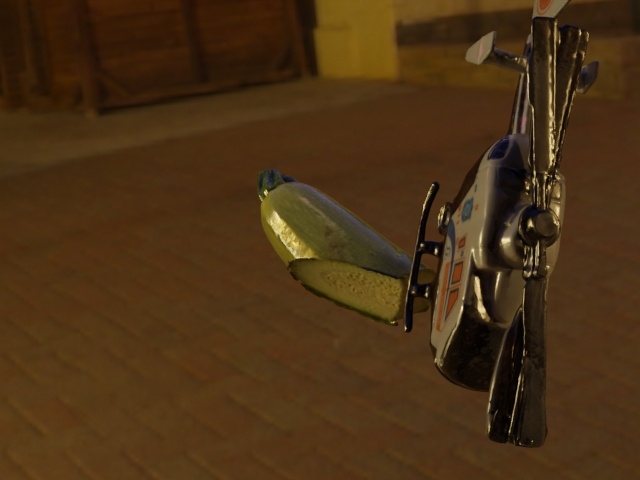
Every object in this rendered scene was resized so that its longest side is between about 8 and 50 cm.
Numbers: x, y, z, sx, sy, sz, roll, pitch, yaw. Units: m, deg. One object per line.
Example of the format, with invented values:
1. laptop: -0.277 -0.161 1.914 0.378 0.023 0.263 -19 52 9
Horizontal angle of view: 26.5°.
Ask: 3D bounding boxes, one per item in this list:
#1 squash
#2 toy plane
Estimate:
1. squash: -0.001 0.003 1.126 0.200 0.075 0.090 36 1 30
2. toy plane: 0.078 -0.018 0.542 0.053 0.197 0.078 14 -9 -14
